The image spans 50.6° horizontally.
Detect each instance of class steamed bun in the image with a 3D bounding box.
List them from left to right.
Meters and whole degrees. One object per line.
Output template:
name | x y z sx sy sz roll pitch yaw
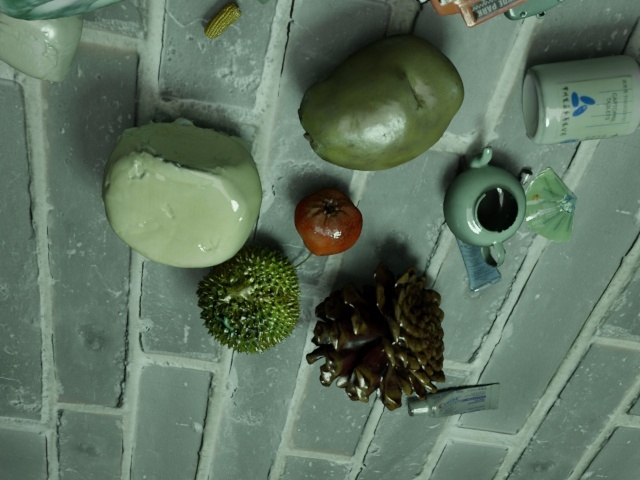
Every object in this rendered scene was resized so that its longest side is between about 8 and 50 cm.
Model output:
steamed bun | -0.297 -0.106 1.498 0.334 0.233 0.312 24 125 -6

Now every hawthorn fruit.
hawthorn fruit | 0.000 0.000 1.642 0.165 0.165 0.285 12 138 -9

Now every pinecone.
pinecone | 0.122 0.249 1.697 0.384 0.384 0.384 0 126 0

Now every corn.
corn | -0.199 -0.443 1.369 0.092 0.037 0.037 -37 118 23

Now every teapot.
teapot | 0.383 -0.077 1.560 0.193 0.129 0.294 -14 104 -8

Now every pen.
pen | 0.461 -0.084 1.647 0.025 0.025 0.204 12 126 -9

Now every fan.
fan | 0.567 -0.076 1.664 0.131 0.009 0.240 -20 124 16

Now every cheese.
cheese | -0.554 -0.424 1.306 0.198 0.154 0.189 29 139 -25

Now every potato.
potato | 0.124 -0.270 1.386 0.326 0.221 0.243 -33 131 10

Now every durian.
durian | -0.183 0.153 1.682 0.291 0.224 0.291 11 116 24

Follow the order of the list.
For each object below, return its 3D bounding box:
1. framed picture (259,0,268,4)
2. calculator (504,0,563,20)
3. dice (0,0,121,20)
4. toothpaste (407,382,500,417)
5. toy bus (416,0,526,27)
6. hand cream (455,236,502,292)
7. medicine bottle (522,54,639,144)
framed picture | -0.054 -0.578 1.224 0.296 0.019 0.232 -29 152 19
calculator | 0.398 -0.538 1.299 0.141 0.045 0.246 -21 124 14
dice | -0.382 -0.556 1.044 0.348 0.330 0.328 -13 106 30
toothpaste | 0.405 0.494 2.053 0.282 0.068 0.099 -7 154 -4
toy bus | 0.205 -0.527 1.074 0.203 0.427 0.233 -23 126 16
hand cream | 0.389 0.034 1.715 0.088 0.055 0.256 -27 125 5
medicine bottle | 0.581 -0.295 1.404 0.293 0.170 0.170 -7 126 3
